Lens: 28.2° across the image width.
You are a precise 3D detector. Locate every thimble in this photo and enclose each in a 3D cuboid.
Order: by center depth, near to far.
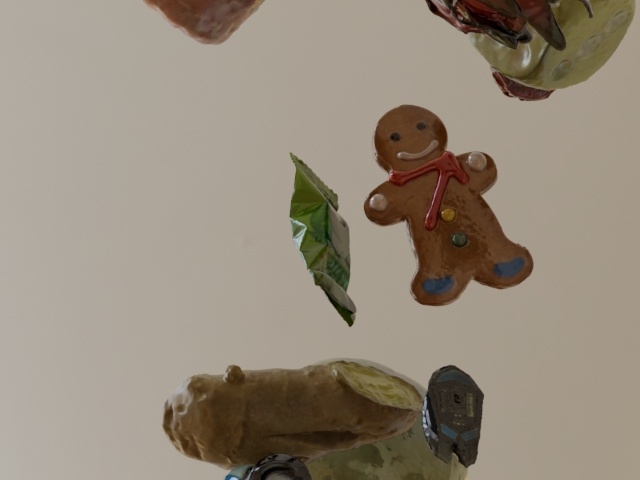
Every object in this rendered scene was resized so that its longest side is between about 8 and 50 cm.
[{"bbox_3d":[-0.175,-0.384,1.718,0.239,0.162,0.239,40,14,-12],"label":"thimble"}]

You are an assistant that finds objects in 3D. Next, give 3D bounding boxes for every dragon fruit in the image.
[{"bbox_3d":[0.196,-0.320,1.433,0.192,0.193,0.274,51,19,-77],"label":"dragon fruit"},{"bbox_3d":[0.352,-0.283,2.144,0.106,0.162,0.083,40,-27,63],"label":"dragon fruit"}]

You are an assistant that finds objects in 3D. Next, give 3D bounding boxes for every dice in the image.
[{"bbox_3d":[0.320,-0.323,1.782,0.169,0.169,0.166,49,-43,31],"label":"dice"}]

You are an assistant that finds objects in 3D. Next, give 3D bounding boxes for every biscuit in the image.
[{"bbox_3d":[0.166,-0.062,1.848,0.049,0.205,0.324,80,-7,-65],"label":"biscuit"}]

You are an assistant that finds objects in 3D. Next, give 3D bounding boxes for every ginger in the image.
[{"bbox_3d":[-0.032,0.231,1.687,0.126,0.353,0.190,-112,-163,-60],"label":"ginger"}]

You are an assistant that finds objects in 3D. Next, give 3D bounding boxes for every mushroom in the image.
[{"bbox_3d":[0.068,0.334,2.017,0.352,0.260,0.352,28,15,-8],"label":"mushroom"}]

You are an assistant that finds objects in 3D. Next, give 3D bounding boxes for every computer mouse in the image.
[{"bbox_3d":[0.162,0.221,1.589,0.079,0.135,0.047,10,-32,-18],"label":"computer mouse"}]

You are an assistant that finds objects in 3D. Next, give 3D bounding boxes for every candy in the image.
[{"bbox_3d":[0.000,0.000,1.911,0.069,0.246,0.149,-16,-33,19],"label":"candy"}]

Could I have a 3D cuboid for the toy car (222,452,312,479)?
[{"bbox_3d":[-0.035,0.393,1.569,0.255,0.190,0.188,35,-22,8],"label":"toy car"}]
